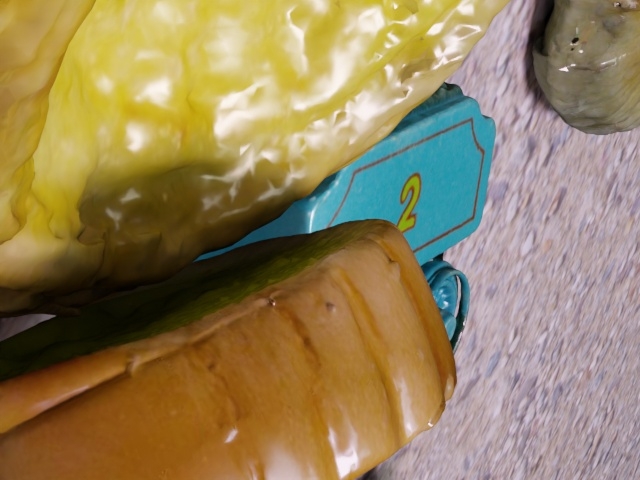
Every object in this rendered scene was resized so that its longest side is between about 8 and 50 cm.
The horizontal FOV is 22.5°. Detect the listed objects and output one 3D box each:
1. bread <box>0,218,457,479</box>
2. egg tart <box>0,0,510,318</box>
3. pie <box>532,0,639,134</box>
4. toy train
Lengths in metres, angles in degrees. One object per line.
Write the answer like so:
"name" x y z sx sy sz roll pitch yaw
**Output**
"bread" -0.067 0.058 0.541 0.236 0.236 0.070 -27 98 -55
"egg tart" -0.023 -0.123 0.491 0.345 0.132 0.345 -41 167 -12
"pie" 0.252 -0.194 1.096 0.306 0.071 0.306 -42 156 -24
"toy train" 0.000 0.000 0.753 0.203 0.112 0.163 -31 134 -56
